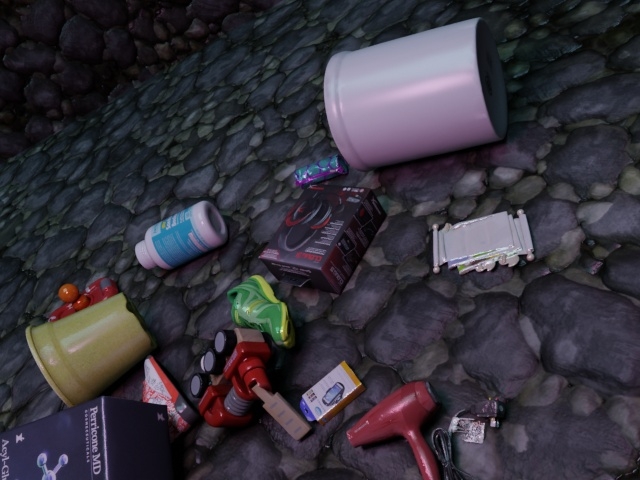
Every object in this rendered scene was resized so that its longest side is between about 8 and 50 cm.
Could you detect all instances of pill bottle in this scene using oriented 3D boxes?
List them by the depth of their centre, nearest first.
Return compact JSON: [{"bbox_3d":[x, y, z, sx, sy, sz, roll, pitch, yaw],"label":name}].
[{"bbox_3d":[-0.423,-0.005,1.932,0.264,0.146,0.146,-25,40,14],"label":"pill bottle"}]

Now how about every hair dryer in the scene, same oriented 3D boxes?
[{"bbox_3d":[0.175,0.362,1.168,0.294,0.080,0.223,0,52,37],"label":"hair dryer"}]

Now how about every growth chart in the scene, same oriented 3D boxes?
[{"bbox_3d":[0.356,0.006,1.435,0.238,0.021,0.171,-11,46,28],"label":"growth chart"}]

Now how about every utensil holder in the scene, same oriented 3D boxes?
[{"bbox_3d":[0.253,-0.366,1.651,0.386,0.327,0.327,-7,47,28],"label":"utensil holder"}]

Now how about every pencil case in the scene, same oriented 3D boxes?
[{"bbox_3d":[0.000,-0.201,1.875,0.152,0.064,0.070,-19,26,22],"label":"pencil case"}]

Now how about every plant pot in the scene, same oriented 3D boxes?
[{"bbox_3d":[-0.589,0.278,1.713,0.254,0.276,0.276,-31,37,-12],"label":"plant pot"}]

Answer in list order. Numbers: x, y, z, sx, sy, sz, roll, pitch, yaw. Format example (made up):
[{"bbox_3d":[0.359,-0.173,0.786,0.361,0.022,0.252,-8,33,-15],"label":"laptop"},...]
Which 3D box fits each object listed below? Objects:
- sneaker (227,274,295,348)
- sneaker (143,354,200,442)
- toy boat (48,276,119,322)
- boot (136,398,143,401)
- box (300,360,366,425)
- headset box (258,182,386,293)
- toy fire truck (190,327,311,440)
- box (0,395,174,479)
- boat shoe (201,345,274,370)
[{"bbox_3d":[-0.145,0.186,1.550,0.124,0.109,0.295,-22,27,-17],"label":"sneaker"},{"bbox_3d":[-0.411,0.396,1.567,0.145,0.090,0.270,-43,42,-11],"label":"sneaker"},{"bbox_3d":[-0.743,0.190,1.973,0.231,0.151,0.151,-40,38,-3],"label":"toy boat"},{"bbox_3d":[-0.525,0.498,1.564,0.161,0.083,0.246,-7,49,25],"label":"boot"},{"bbox_3d":[0.022,0.328,1.361,0.136,0.028,0.081,-41,39,-1],"label":"box"},{"bbox_3d":[0.000,0.000,1.637,0.218,0.110,0.293,10,57,42],"label":"headset box"},{"bbox_3d":[-0.149,0.341,1.382,0.217,0.159,0.246,-59,40,26],"label":"toy fire truck"},{"bbox_3d":[-0.526,0.533,1.352,0.396,0.212,0.293,-22,63,17],"label":"box"},{"bbox_3d":[-0.197,0.280,1.546,0.184,0.063,0.066,-24,64,14],"label":"boat shoe"}]
